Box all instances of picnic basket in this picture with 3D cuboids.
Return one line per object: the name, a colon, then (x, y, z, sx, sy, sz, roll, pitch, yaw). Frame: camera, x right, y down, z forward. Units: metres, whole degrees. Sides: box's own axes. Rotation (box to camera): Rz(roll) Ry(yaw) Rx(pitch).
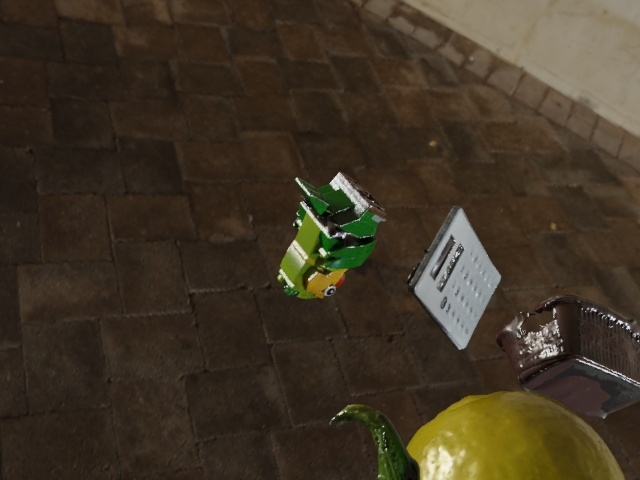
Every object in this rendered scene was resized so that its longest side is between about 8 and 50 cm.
picnic basket: (0.505, 0.234, 1.423, 0.297, 0.222, 0.129, 24, 44, -25)

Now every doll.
doll: (0.007, -0.001, 0.983, 0.135, 0.186, 0.106, -9, 44, -36)

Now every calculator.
calculator: (0.224, 0.066, 1.214, 0.021, 0.261, 0.161, 22, 75, 36)

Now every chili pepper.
chili pepper: (0.078, 0.358, 0.799, 0.076, 0.085, 0.358, 26, 52, -54)

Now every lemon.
lemon: (0.262, 0.379, 1.021, 0.348, 0.348, 0.347, 13, 45, -14)
